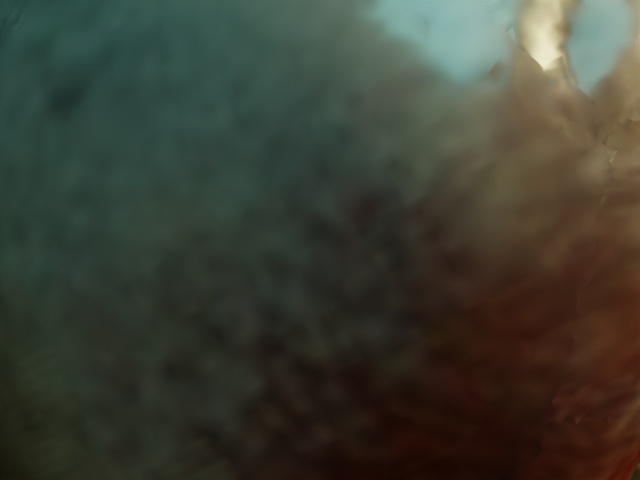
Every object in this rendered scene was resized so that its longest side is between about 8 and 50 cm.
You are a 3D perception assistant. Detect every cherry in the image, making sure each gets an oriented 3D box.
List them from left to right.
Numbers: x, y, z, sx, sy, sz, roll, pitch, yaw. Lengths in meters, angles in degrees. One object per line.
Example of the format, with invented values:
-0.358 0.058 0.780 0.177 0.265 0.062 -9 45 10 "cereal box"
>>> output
-0.008 -0.011 0.767 0.326 0.335 0.291 42 38 26 "cherry"
